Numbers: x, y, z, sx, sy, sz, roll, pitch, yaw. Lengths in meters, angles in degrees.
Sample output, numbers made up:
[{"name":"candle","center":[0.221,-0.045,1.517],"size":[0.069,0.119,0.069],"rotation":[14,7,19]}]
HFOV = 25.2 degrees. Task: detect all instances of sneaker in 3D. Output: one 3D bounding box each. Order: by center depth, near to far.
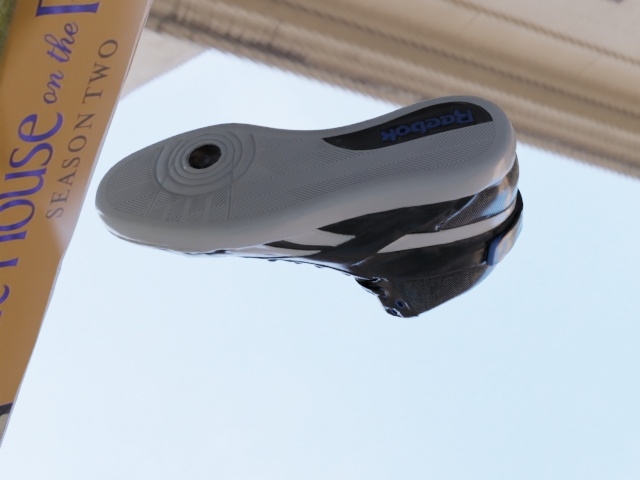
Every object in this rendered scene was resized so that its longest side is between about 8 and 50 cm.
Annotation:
[{"name":"sneaker","center":[0.000,0.000,0.751],"size":[0.217,0.121,0.079],"rotation":[-7,-131,10]}]

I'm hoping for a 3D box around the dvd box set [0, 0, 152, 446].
[{"name":"dvd box set","center":[-0.182,-0.118,0.577],"size":[0.062,0.420,0.307],"rotation":[-10,-132,-39]}]
